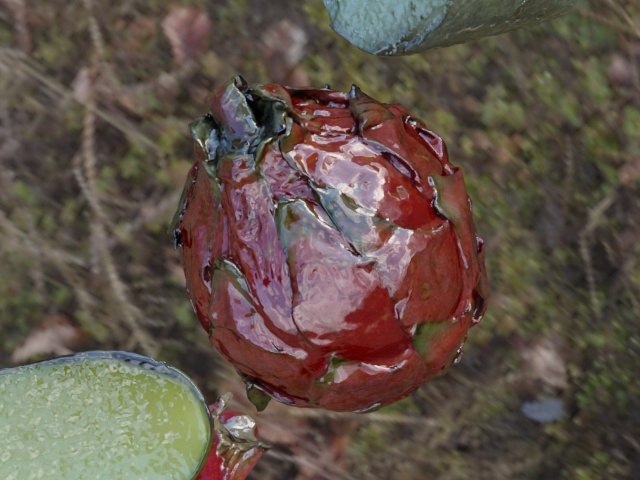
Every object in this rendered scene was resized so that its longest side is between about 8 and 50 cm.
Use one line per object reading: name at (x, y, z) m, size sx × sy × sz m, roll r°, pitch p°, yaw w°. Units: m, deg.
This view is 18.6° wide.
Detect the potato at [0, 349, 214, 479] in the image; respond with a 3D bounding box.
potato at (-0.233, 0.198, 1.810) m, size 0.271 × 0.111 × 0.160 m, roll -14°, pitch 70°, yaw -7°

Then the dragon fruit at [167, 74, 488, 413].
dragon fruit at (0.000, 0.000, 1.493) m, size 0.244 × 0.299 × 0.244 m, roll -30°, pitch 29°, yaw 18°

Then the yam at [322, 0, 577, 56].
yam at (0.128, -0.256, 1.742) m, size 0.161 × 0.268 × 0.161 m, roll 13°, pitch 111°, yaw 39°

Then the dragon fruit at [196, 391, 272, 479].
dragon fruit at (-0.135, 0.248, 1.925) m, size 0.211 × 0.134 × 0.262 m, roll -44°, pitch 57°, yaw 5°
